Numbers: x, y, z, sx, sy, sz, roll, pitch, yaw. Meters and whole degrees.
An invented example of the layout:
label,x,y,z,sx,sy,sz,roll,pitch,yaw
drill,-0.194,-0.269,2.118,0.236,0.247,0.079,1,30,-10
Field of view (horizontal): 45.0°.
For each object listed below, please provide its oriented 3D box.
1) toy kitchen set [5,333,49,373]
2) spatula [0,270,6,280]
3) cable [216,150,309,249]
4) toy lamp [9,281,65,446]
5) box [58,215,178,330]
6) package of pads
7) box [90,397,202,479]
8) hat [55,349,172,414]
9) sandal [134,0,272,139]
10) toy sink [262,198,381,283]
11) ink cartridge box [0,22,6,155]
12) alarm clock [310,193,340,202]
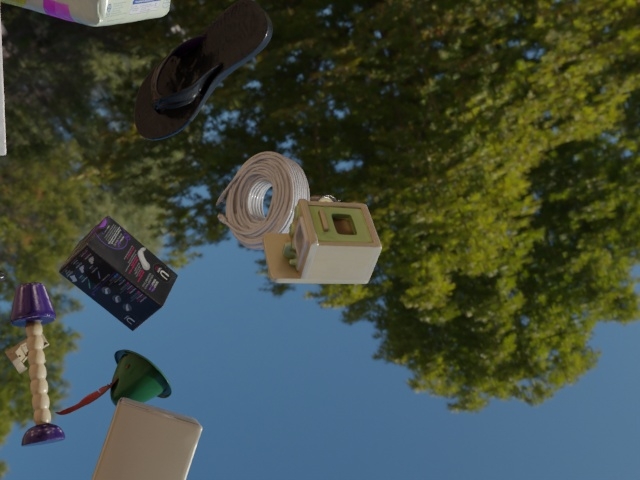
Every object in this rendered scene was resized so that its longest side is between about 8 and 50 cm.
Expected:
label,x,y,z,sx,sy,sz,roll,pitch,yaw
toy kitchen set,-0.612,0.251,1.650,0.083,0.068,0.075,-33,-155,-23
spatula,-0.508,0.021,0.940,0.296,0.030,0.084,11,178,16
cable,-0.140,-0.099,1.994,0.257,0.089,0.257,-54,-129,20
toy lamp,-0.487,0.209,1.327,0.080,0.275,0.080,-9,165,-2
box,-0.561,0.093,2.166,0.143,0.270,0.165,-38,-161,26
package of pads,-0.361,-0.367,1.012,0.296,0.101,0.229,17,-157,7
box,-0.241,0.342,0.950,0.094,0.113,0.275,149,-40,-75
hat,-0.487,0.387,1.863,0.183,0.173,0.208,-52,-168,-35
sandal,-0.316,-0.426,1.893,0.446,0.167,0.107,-41,167,16
toy sink,0.000,0.000,1.766,0.234,0.131,0.153,2,-137,-17
ink cartridge box,-0.492,-0.234,0.880,0.239,0.275,0.060,-3,-162,-23
alarm clock,-0.012,-0.074,2.302,0.064,0.129,0.192,4,-178,38
